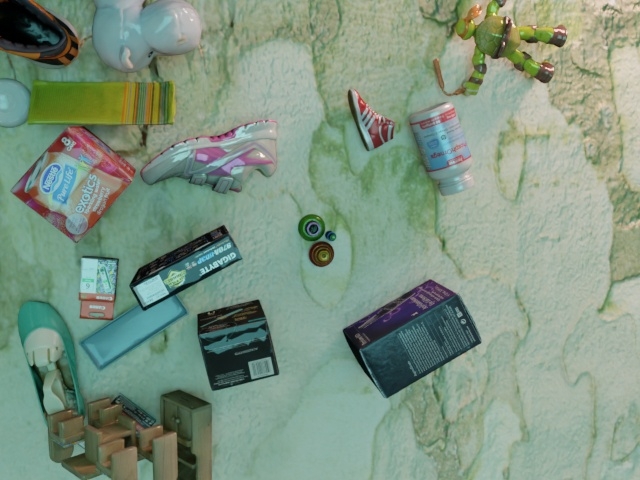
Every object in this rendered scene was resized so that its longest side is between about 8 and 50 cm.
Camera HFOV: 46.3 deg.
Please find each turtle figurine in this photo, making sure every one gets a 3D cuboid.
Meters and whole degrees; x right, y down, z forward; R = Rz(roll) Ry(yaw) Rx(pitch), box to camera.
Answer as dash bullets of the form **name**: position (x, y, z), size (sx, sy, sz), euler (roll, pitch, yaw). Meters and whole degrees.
- **turtle figurine**: position (0.338, -0.382, 1.371), size (0.217, 0.087, 0.269), euler (12, 95, -12)

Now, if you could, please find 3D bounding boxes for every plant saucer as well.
- **plant saucer**: position (-0.336, 0.156, 1.350), size (0.192, 0.018, 0.067), euler (-33, 102, -6)

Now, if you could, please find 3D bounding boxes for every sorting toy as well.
- **sorting toy**: position (0.000, 0.000, 1.380), size (0.061, 0.042, 0.102), euler (-22, 100, -7)

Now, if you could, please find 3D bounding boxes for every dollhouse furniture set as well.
- **dollhouse furniture set**: position (-0.309, 0.372, 1.271), size (0.242, 0.212, 0.161), euler (-9, 104, -46)

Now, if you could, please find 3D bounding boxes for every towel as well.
- **towel**: position (-0.365, -0.233, 1.261), size (0.237, 0.102, 0.021), euler (-1, 141, -10)

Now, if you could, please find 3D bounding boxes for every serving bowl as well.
- **serving bowl**: position (-0.530, -0.232, 1.260), size (0.083, 0.027, 0.083), euler (-1, 97, -9)

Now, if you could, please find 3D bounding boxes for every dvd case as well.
- **dvd case**: position (-0.373, 0.350, 1.370), size (0.087, 0.013, 0.119), euler (41, 87, -13)

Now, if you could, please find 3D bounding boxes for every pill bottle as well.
- **pill bottle**: position (0.228, -0.168, 1.377), size (0.087, 0.087, 0.160), euler (-24, 101, -7)

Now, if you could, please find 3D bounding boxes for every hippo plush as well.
- **hippo plush**: position (-0.309, -0.390, 1.176), size (0.294, 0.234, 0.236), euler (-16, 99, -9)

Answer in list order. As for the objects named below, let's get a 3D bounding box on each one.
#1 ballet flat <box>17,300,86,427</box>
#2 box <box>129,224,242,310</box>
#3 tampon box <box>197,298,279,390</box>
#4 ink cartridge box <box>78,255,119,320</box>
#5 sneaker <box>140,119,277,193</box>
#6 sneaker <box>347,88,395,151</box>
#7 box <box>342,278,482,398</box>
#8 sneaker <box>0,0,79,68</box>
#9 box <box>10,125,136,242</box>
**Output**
- **ballet flat**: position (-0.465, 0.224, 1.299), size (0.083, 0.087, 0.247), euler (-15, 99, -10)
- **box**: position (-0.224, 0.039, 1.253), size (0.175, 0.220, 0.051), euler (-28, 99, -7)
- **tampon box**: position (-0.148, 0.180, 1.314), size (0.121, 0.161, 0.101), euler (-13, 100, -7)
- **ink cartridge box**: position (-0.394, 0.087, 1.324), size (0.063, 0.029, 0.115), euler (5, 96, -11)
- **sneaker**: position (-0.184, -0.129, 1.299), size (0.252, 0.103, 0.111), euler (-16, 98, -7)
- **sneaker**: position (0.096, -0.230, 1.368), size (0.067, 0.042, 0.118), euler (-22, 108, -3)
- **box**: position (0.164, 0.176, 1.376), size (0.207, 0.153, 0.108), euler (-29, 101, -6)
- **sneaker**: position (-0.536, -0.375, 1.162), size (0.321, 0.180, 0.124), euler (20, 93, -12)
- **box**: position (-0.382, -0.097, 1.187), size (0.123, 0.257, 0.128), euler (42, 89, -15)
